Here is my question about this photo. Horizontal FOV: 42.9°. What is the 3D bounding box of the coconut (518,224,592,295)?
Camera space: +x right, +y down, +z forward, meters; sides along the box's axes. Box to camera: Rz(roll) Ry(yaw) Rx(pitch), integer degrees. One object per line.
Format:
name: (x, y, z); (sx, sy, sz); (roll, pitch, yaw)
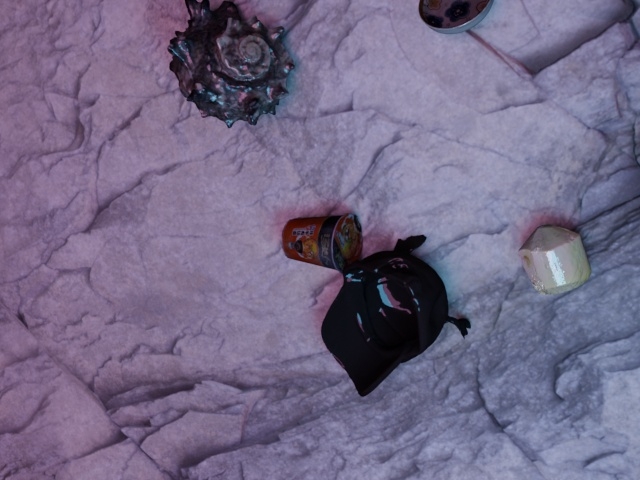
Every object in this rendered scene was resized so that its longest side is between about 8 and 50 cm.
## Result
coconut: (0.423, 0.029, 1.480); (0.116, 0.116, 0.122); (-21, 92, 27)

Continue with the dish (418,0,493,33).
dish: (0.256, -0.416, 1.474); (0.141, 0.078, 0.141); (-13, 59, 24)

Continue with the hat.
hat: (0.157, 0.146, 1.623); (0.238, 0.209, 0.336); (52, 136, 26)

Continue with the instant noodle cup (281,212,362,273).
instant noodle cup: (-0.001, 0.001, 1.665); (0.136, 0.127, 0.127); (6, 105, 31)

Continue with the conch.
conch: (-0.181, -0.365, 1.624); (0.241, 0.186, 0.313); (-39, 66, 0)
